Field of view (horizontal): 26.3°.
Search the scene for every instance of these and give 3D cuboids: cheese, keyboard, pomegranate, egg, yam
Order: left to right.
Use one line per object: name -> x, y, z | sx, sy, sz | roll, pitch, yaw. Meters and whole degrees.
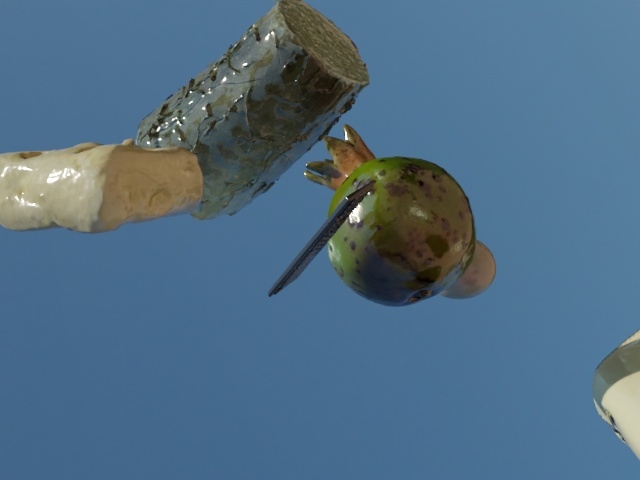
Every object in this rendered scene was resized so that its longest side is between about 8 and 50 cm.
cheese -> -0.252, -0.060, 1.474 | 0.159, 0.263, 0.093 | -9, -83, -46
yam -> -0.103, -0.211, 2.156 | 0.241, 0.348, 0.241 | 38, -152, -25
keyboard -> 0.000, 0.000, 1.687 | 0.011, 0.202, 0.067 | 47, -140, 8
pomegranate -> 0.086, -0.040, 1.932 | 0.286, 0.231, 0.231 | 48, -147, 8
egg -> 0.215, 0.042, 2.176 | 0.103, 0.135, 0.103 | -9, -78, -49

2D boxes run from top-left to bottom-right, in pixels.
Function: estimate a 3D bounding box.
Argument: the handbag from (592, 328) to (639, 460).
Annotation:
handbag -> 0.478, 0.211, 1.545 | 0.160, 0.236, 0.358 | 60, 180, -23
